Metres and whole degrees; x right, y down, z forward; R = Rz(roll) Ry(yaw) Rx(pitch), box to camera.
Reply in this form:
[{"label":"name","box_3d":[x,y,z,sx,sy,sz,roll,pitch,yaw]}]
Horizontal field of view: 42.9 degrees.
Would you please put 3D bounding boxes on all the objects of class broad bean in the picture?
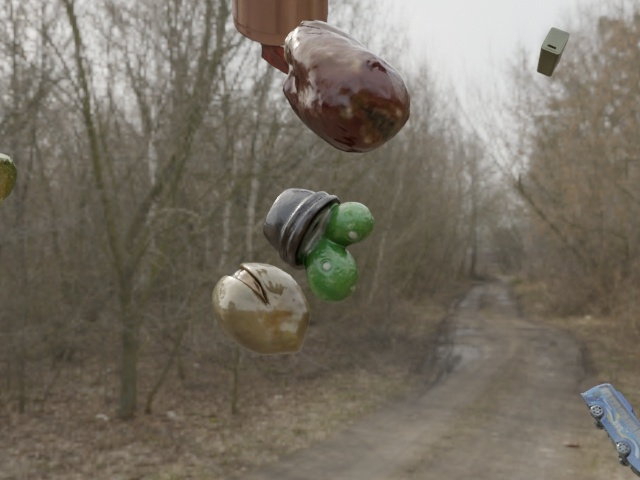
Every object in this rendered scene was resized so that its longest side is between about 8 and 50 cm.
[{"label":"broad bean","box_3d":[0.021,-0.185,0.989,0.156,0.122,0.228,32,9,-39]}]

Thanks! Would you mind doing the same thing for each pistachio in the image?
[{"label":"pistachio","box_3d":[-0.085,0.094,1.132,0.125,0.124,0.185,0,16,-27]}]

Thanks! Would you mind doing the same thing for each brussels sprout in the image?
[{"label":"brussels sprout","box_3d":[-0.631,-0.107,1.523,0.101,0.139,0.181,28,-28,13]}]

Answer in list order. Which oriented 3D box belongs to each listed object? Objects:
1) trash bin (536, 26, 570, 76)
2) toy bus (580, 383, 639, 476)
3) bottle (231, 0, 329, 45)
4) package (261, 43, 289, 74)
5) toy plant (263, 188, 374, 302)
[{"label":"trash bin","box_3d":[0.492,-0.399,1.737,0.043,0.060,0.092,27,-18,14]},{"label":"toy bus","box_3d":[0.457,0.287,1.231,0.061,0.153,0.051,-31,-43,6]},{"label":"bottle","box_3d":[-0.052,-0.489,1.353,0.207,0.296,0.173,17,44,16]},{"label":"package","box_3d":[-0.031,-0.427,2.057,0.270,0.071,0.194,19,-13,-4]},{"label":"toy plant","box_3d":[0.000,0.000,1.729,0.235,0.218,0.175,29,8,22]}]
